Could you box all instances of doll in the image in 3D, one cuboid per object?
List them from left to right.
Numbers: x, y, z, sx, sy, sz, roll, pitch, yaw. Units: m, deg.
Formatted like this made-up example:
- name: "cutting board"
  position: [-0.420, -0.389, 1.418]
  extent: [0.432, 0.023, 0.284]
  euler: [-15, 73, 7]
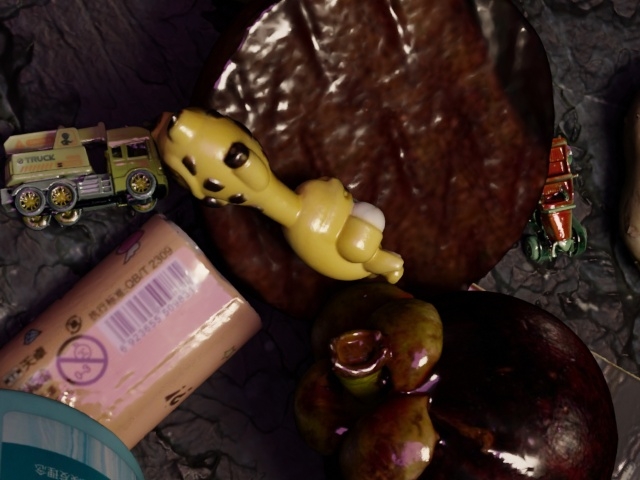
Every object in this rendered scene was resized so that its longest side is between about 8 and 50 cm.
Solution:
- name: "doll"
  position: [-0.034, -0.038, 1.072]
  extent: [0.291, 0.117, 0.086]
  euler: [31, 84, -29]

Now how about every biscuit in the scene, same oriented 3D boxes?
- name: "biscuit"
  position: [0.053, -0.102, 1.198]
  extent: [0.407, 0.091, 0.407]
  euler: [-8, 113, -20]

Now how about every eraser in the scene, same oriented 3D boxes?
- name: "eraser"
  position: [-0.219, 0.125, 1.200]
  extent: [0.290, 0.087, 0.171]
  euler: [-43, 97, -9]

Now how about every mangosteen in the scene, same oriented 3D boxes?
- name: "mangosteen"
  position: [0.120, 0.177, 1.126]
  extent: [0.347, 0.307, 0.307]
  euler: [32, 85, -25]

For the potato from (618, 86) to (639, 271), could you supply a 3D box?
- name: "potato"
  position: [0.421, -0.067, 1.298]
  extent: [0.165, 0.165, 0.262]
  euler: [-1, 95, -12]

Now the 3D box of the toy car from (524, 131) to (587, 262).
- name: "toy car"
  position: [0.262, -0.048, 1.312]
  extent: [0.073, 0.054, 0.143]
  euler: [-11, 94, -13]

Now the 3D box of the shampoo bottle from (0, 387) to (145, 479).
- name: "shampoo bottle"
  position: [-0.307, 0.354, 1.001]
  extent: [0.331, 0.342, 0.331]
  euler: [-5, 126, -7]

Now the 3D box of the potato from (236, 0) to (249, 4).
- name: "potato"
  position: [-0.016, -0.348, 1.206]
  extent: [0.169, 0.143, 0.248]
  euler: [27, 77, -7]

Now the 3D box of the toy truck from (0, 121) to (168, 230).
- name: "toy truck"
  position: [-0.247, -0.074, 1.195]
  extent: [0.169, 0.077, 0.100]
  euler: [-10, 80, -8]

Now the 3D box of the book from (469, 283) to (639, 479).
- name: "book"
  position: [0.255, 0.243, 1.333]
  extent: [0.374, 0.028, 0.262]
  euler: [29, 87, -11]
